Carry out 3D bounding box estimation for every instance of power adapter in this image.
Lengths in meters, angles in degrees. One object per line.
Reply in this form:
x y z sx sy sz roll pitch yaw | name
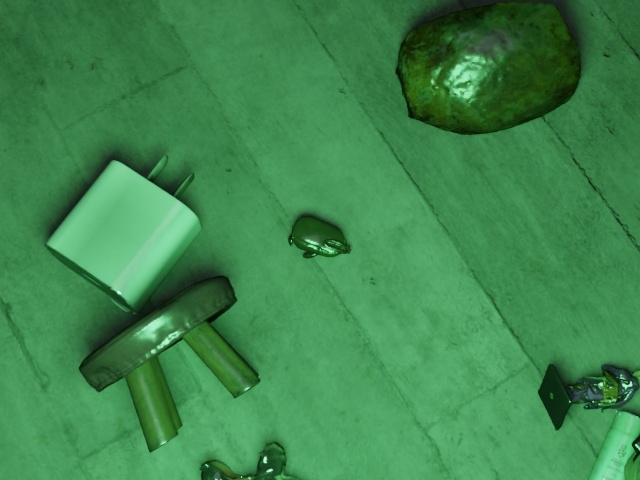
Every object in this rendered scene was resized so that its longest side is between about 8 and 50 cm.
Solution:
-0.313 -0.030 1.664 0.187 0.124 0.255 34 76 9 | power adapter

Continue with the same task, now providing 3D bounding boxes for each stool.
-0.220 0.192 1.534 0.272 0.272 0.178 -32 88 -10 | stool

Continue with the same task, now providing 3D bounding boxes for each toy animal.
-0.030 0.438 1.527 0.168 0.106 0.343 -41 70 -5 | toy animal

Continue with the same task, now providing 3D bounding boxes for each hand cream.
0.466 0.376 1.579 0.078 0.050 0.205 24 78 3 | hand cream

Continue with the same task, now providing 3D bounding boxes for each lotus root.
0.301 -0.312 1.752 0.314 0.142 0.210 -15 74 -4 | lotus root

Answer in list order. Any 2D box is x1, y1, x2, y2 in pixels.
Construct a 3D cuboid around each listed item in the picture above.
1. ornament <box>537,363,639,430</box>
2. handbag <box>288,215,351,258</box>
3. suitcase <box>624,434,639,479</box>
0.462 0.237 1.616 0.203 0.088 0.081 -12 48 -17 | ornament
0.000 0.000 1.696 0.111 0.047 0.072 20 68 6 | handbag
0.690 0.369 1.500 0.351 0.194 0.339 -39 86 -12 | suitcase
